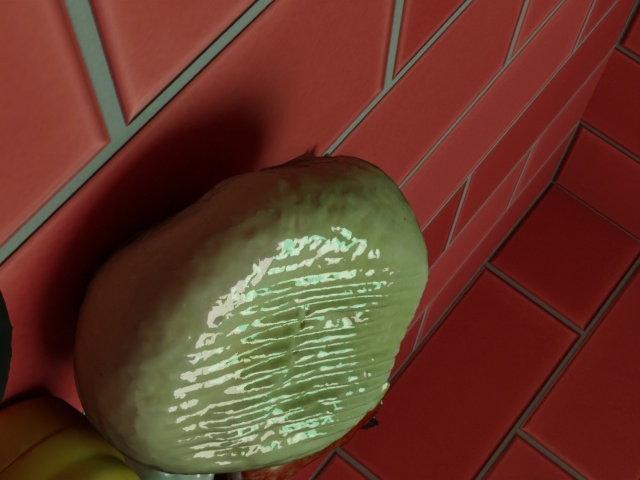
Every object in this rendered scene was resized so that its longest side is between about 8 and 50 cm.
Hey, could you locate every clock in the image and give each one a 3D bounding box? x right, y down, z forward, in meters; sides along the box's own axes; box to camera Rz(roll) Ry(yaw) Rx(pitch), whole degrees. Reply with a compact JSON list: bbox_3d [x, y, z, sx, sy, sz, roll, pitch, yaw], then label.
[{"bbox_3d":[-0.278,0.303,0.972,0.244,0.200,0.317,-43,154,-45],"label":"clock"}]

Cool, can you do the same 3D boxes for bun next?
[{"bbox_3d":[-0.068,0.061,0.962,0.361,0.213,0.361,-25,135,-28],"label":"bun"}]

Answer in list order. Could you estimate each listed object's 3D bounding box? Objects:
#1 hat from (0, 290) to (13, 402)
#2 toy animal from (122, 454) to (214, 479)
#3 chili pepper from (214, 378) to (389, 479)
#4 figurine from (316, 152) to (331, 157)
[{"bbox_3d":[-0.317,0.078,0.449,0.382,0.257,0.366,-90,179,-48],"label":"hat"},{"bbox_3d":[-0.233,0.349,1.265,0.208,0.154,0.325,-59,-178,-27],"label":"toy animal"},{"bbox_3d":[-0.075,0.209,1.373,0.305,0.229,0.251,-26,154,-41],"label":"chili pepper"},{"bbox_3d":[0.004,0.003,1.243,0.193,0.140,0.265,-42,158,29],"label":"figurine"}]
